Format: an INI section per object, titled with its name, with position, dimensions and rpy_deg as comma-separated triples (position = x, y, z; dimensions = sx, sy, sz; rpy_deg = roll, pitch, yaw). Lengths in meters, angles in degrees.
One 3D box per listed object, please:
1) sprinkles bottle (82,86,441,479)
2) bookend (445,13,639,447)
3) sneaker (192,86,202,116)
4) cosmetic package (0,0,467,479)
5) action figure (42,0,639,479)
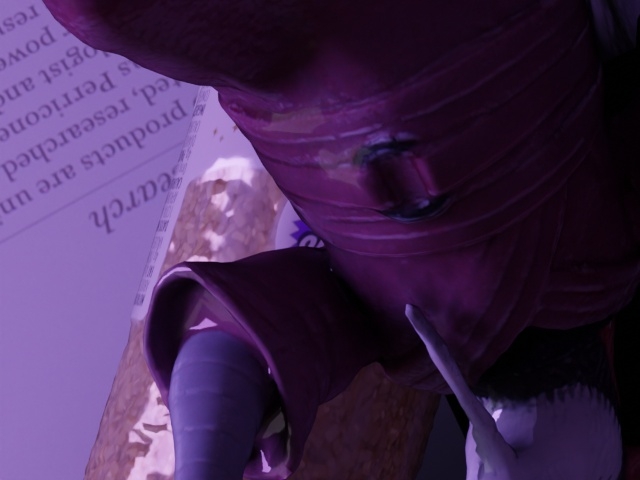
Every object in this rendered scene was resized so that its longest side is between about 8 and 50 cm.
[sprinkles bottle]
position = 0.000, 0.000, 0.631
dimensions = 0.121, 0.121, 0.355
rpy_deg = 54, -128, -79
[bookend]
position = 0.098, 0.015, 0.703
dimensions = 0.072, 0.157, 0.156
rpy_deg = 60, -175, -73
[sneaker]
position = 0.018, -0.118, 0.757
dimensions = 0.085, 0.237, 0.086
rpy_deg = 18, 167, 28
[cosmetic package]
position = -0.108, -0.011, 0.950
dimensions = 0.393, 0.327, 0.329
rpy_deg = 58, 172, 19
[action figure]
position = 0.011, -0.051, 0.498
dimensions = 0.275, 0.248, 0.370
rpy_deg = -110, -2, -57
